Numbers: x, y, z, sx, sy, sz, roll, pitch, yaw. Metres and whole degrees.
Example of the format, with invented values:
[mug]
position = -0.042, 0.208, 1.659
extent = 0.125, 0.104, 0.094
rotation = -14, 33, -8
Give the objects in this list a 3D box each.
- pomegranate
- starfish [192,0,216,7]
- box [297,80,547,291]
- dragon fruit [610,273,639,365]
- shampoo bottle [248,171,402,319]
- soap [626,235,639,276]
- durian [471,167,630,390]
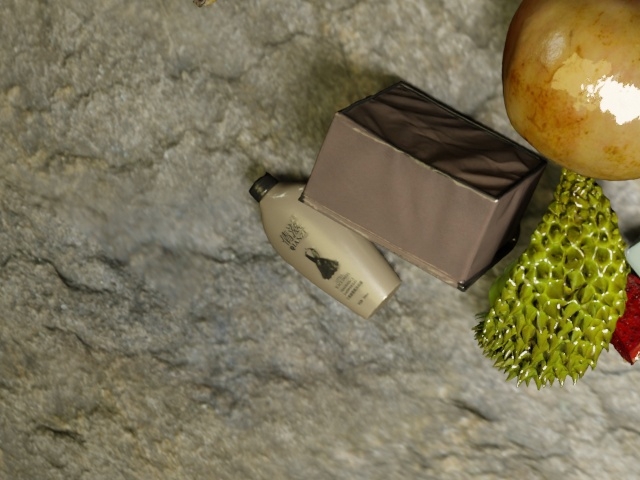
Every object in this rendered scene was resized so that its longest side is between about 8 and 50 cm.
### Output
[pomegranate]
position = 0.335, -0.209, 1.492
extent = 0.252, 0.229, 0.270
rotation = 24, 124, 10
[starfish]
position = 0.012, -0.458, 1.641
extent = 0.398, 0.132, 0.384
rotation = 21, 120, 36
[box]
position = 0.138, -0.078, 1.700
extent = 0.252, 0.188, 0.153
rotation = 32, 124, 17
[dragon fruit]
position = 0.395, 0.094, 1.690
extent = 0.162, 0.083, 0.106
rotation = 54, 177, 38
[shampoo bottle]
position = 0.000, 0.000, 1.882
extent = 0.257, 0.078, 0.127
rotation = 43, 127, 9
[soap]
position = 0.486, 0.053, 1.623
extent = 0.198, 0.066, 0.119
rotation = 51, 125, 2
[durian]
position = 0.295, 0.069, 1.664
extent = 0.157, 0.169, 0.355
rotation = 17, 137, -4
